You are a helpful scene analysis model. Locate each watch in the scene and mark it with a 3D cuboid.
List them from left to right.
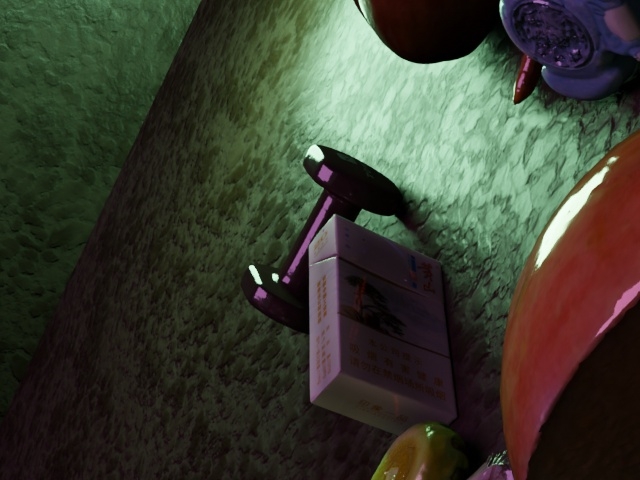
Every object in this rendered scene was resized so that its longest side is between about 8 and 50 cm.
[{"bbox_3d":[0.277,-0.268,1.375,0.193,0.211,0.211,-57,16,-24],"label":"watch"}]

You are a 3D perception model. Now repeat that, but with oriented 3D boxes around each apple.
[{"bbox_3d":[0.253,0.075,1.007,0.309,0.252,0.314,-54,-8,32],"label":"apple"}]

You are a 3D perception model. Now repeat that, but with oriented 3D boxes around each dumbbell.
[{"bbox_3d":[0.000,0.000,1.785,0.225,0.124,0.140,-62,23,12],"label":"dumbbell"}]

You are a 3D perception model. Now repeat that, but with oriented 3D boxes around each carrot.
[{"bbox_3d":[0.254,-0.239,1.557,0.190,0.037,0.037,-70,22,3],"label":"carrot"}]

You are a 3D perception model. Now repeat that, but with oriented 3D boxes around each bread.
[{"bbox_3d":[0.097,0.246,1.387,0.139,0.071,0.130,-58,17,13],"label":"bread"}]

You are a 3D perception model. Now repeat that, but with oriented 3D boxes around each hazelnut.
[{"bbox_3d":[0.144,-0.326,1.698,0.217,0.217,0.251,-57,14,24],"label":"hazelnut"}]

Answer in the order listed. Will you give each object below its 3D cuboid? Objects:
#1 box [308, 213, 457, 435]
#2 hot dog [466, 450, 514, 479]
[{"bbox_3d":[0.064,0.094,1.514,0.067,0.149,0.233,-47,30,35],"label":"box"},{"bbox_3d":[0.135,0.279,1.279,0.191,0.059,0.108,-48,45,24],"label":"hot dog"}]
